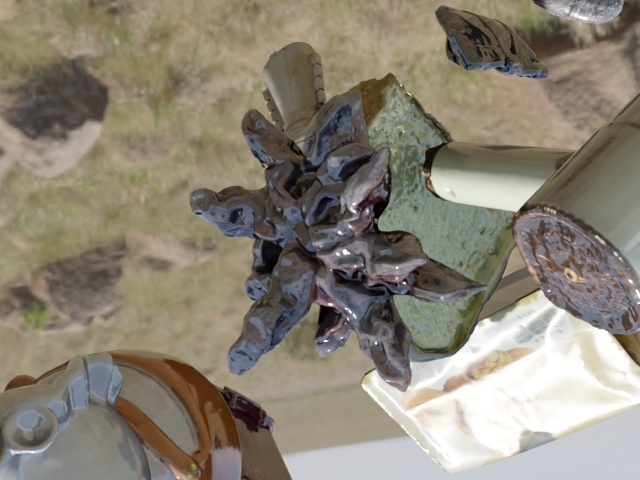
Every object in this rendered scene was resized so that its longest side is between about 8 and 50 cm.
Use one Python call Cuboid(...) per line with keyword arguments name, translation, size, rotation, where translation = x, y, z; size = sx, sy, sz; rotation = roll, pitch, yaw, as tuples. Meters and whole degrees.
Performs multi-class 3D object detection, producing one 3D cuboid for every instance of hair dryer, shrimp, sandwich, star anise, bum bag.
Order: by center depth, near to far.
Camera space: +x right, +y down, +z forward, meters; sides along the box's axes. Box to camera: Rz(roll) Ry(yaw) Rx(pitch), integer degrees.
Cuboid(name="star anise", translation=(0.002, -0.004, 0.894), size=(0.212, 0.282, 0.129), rotation=(-32, 158, 24))
Cuboid(name="hair dryer", translation=(0.196, -0.052, 0.909), size=(0.203, 0.128, 0.362), rotation=(-42, -155, -17))
Cuboid(name="sandwich", translation=(0.083, -0.011, 1.091), size=(0.251, 0.226, 0.087), rotation=(36, 159, -33))
Cuboid(name="shrimp", translation=(0.245, -0.279, 1.149), size=(0.065, 0.165, 0.056), rotation=(-51, 168, -25))
Cuboid(name="bum bag", translation=(0.182, -0.210, 1.171), size=(0.049, 0.087, 0.198), rotation=(-41, 160, 30))

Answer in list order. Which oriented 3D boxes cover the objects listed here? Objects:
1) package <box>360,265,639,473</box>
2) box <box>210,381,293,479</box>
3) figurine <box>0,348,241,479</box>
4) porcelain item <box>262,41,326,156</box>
Cuboid(name="package", translation=(0.239, 0.132, 1.329), size=(0.311, 0.165, 0.221), rotation=(-31, 114, 33))
Cuboid(name="box", translation=(-0.175, 0.344, 1.384), size=(0.294, 0.167, 0.193), rotation=(-43, 135, 8))
Cuboid(name="figurine", translation=(-0.125, 0.115, 0.522), size=(0.143, 0.143, 0.271), rotation=(-13, 160, 24))
Cuboid(name="porcelain item", translation=(-0.016, -0.126, 1.188), size=(0.054, 0.213, 0.084), rotation=(23, 130, -38))
